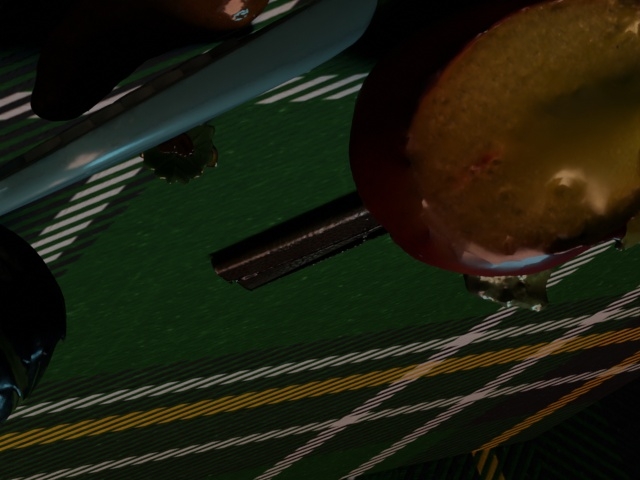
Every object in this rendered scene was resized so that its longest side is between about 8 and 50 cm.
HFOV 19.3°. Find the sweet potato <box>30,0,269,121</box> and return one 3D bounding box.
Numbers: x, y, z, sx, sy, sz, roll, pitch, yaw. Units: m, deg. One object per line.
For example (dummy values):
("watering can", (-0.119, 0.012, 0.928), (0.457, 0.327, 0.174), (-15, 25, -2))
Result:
("sweet potato", (-0.147, -0.177, 1.497), (0.291, 0.097, 0.097), (-23, 165, 40))

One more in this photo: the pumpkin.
("pumpkin", (-0.407, 0.087, 1.843), (0.295, 0.296, 0.296), (-18, 163, -6))

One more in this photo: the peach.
("peach", (0.202, -0.108, 1.765), (0.338, 0.281, 0.281), (-19, 165, 29))

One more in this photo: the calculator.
("calculator", (-0.130, -0.107, 1.519), (0.386, 0.054, 0.256), (-30, -174, -38))

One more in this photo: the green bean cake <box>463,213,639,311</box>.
("green bean cake", (0.238, -0.060, 2.038), (0.124, 0.233, 0.236), (2, 153, -37))

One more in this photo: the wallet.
("wallet", (0.000, 0.000, 2.283), (0.243, 0.039, 0.133), (-23, 163, 13))

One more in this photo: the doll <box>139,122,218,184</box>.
("doll", (-0.137, -0.101, 1.826), (0.078, 0.077, 0.113), (7, -169, -2))
